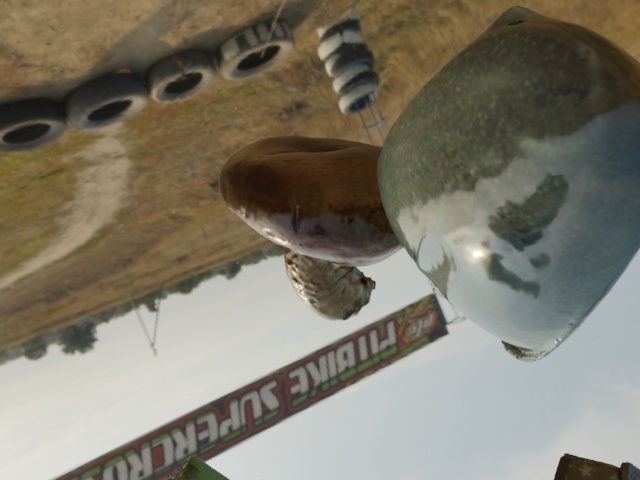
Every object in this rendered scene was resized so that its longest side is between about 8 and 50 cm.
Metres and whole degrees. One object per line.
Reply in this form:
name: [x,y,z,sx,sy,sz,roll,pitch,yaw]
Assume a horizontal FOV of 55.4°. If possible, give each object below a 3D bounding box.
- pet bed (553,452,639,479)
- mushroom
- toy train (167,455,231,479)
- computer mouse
pet bed: [0.465,0.483,0.991,0.159,0.183,0.211,3,-131,37]
mushroom: [0.010,-0.029,0.747,0.267,0.254,0.267,-9,172,-1]
toy train: [-0.092,0.254,0.273,0.129,0.159,0.326,-55,-177,18]
computer mouse: [0.126,-0.010,0.477,0.114,0.203,0.374,-39,161,-14]
